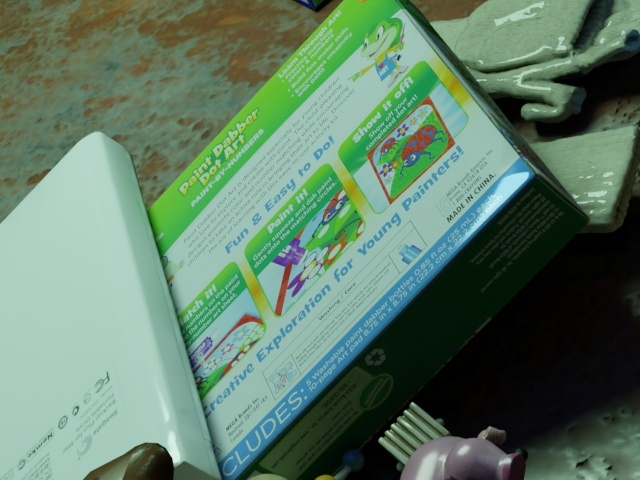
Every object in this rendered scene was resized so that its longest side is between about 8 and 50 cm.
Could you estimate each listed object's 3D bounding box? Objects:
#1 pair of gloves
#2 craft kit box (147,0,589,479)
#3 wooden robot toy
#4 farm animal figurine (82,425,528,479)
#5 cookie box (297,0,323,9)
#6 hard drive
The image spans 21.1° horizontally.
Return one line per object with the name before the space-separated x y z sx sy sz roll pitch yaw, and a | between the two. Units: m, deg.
pair of gloves | 0.104 -0.066 1.038 0.204 0.042 0.240 -13 40 27
craft kit box | 0.000 0.000 0.967 0.250 0.061 0.246 -46 39 13
wooden robot toy | -0.009 0.141 0.843 0.173 0.079 0.076 -33 58 1
farm animal figurine | -0.033 0.221 0.685 0.172 0.330 0.327 4 79 34
cookie box | 0.004 -0.230 1.281 0.107 0.040 0.092 -41 39 -11
hard drive | -0.163 0.093 0.998 0.203 0.040 0.307 -44 35 17
